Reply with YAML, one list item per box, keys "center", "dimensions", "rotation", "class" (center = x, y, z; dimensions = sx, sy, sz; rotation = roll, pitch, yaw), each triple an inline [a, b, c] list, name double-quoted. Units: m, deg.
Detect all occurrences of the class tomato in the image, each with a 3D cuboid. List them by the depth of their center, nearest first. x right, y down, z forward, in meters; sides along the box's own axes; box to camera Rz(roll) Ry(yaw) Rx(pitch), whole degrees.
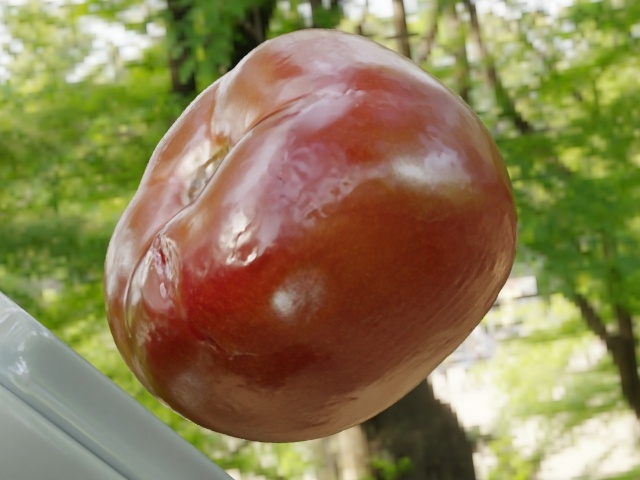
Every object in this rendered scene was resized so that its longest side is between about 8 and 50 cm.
- center: [0.000, 0.000, 1.104]
  dimensions: [0.226, 0.299, 0.298]
  rotation: [32, -15, -21]
  class: "tomato"

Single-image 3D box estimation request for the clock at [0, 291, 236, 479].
- center: [-0.171, 0.082, 0.844]
  dimensions: [0.116, 0.231, 0.262]
  rotation: [-48, 38, -12]
  class: "clock"
